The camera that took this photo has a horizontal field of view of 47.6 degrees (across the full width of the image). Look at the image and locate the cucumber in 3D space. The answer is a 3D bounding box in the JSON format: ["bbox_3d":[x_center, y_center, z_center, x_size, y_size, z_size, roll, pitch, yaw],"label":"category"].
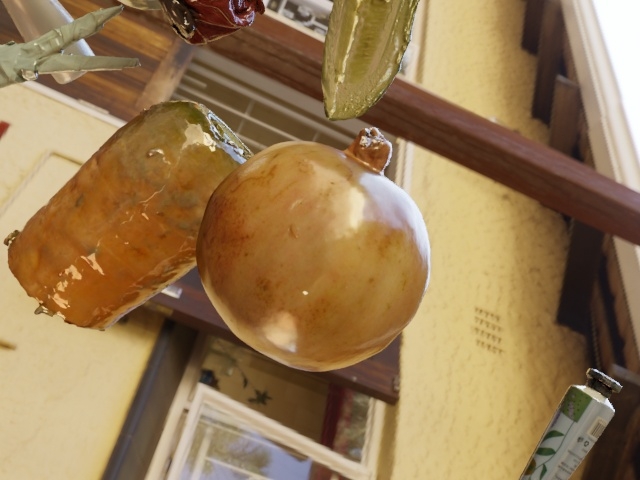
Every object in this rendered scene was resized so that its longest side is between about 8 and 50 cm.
[{"bbox_3d":[0.075,-0.358,1.317,0.325,0.145,0.105,105,-20,-53],"label":"cucumber"}]

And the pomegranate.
[{"bbox_3d":[0.000,0.000,0.795,0.270,0.252,0.229,-53,149,4],"label":"pomegranate"}]

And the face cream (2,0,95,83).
[{"bbox_3d":[-0.487,-0.409,1.188,0.089,0.314,0.143,-32,-151,-6],"label":"face cream"}]

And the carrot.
[{"bbox_3d":[-0.252,-0.037,1.037,0.341,0.224,0.224,-42,-165,7],"label":"carrot"}]

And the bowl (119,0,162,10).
[{"bbox_3d":[-0.296,-0.481,1.232,0.112,0.212,0.211,131,-20,-76],"label":"bowl"}]

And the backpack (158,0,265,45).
[{"bbox_3d":[-0.173,-0.395,0.997,0.229,0.139,0.229,161,-90,-89],"label":"backpack"}]

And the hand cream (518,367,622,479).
[{"bbox_3d":[0.272,0.279,0.872,0.271,0.058,0.091,-58,151,-1],"label":"hand cream"}]

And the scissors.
[{"bbox_3d":[-0.465,-0.265,1.104,0.029,0.384,0.255,52,28,-81],"label":"scissors"}]
